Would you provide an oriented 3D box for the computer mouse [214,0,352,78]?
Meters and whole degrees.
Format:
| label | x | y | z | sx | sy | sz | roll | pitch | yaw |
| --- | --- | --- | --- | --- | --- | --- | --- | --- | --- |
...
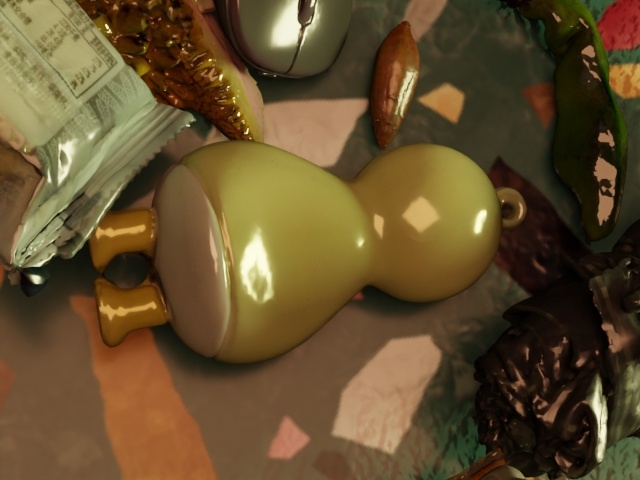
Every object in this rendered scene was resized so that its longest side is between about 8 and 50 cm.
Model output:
| label | x | y | z | sx | sy | sz | roll | pitch | yaw |
| --- | --- | --- | --- | --- | --- | --- | --- | --- | --- |
| computer mouse | -0.027 | -0.225 | 1.053 | 0.120 | 0.057 | 0.232 | 8 | 74 | -48 |

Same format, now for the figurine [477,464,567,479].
| label | x | y | z | sx | sy | sz | roll | pitch | yaw |
| --- | --- | --- | --- | --- | --- | --- | --- | --- | --- |
| figurine | 0.216 | 0.270 | 0.952 | 0.387 | 0.166 | 0.207 | 37 | 98 | -25 |

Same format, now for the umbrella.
| label | x | y | z | sx | sy | sz | roll | pitch | yaw |
| --- | --- | --- | --- | --- | --- | --- | --- | --- | --- |
| umbrella | 0.236 | 0.038 | 1.045 | 0.128 | 0.154 | 0.336 | 39 | 53 | 24 |

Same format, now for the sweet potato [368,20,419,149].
| label | x | y | z | sx | sy | sz | roll | pitch | yaw |
| --- | --- | --- | --- | --- | --- | --- | --- | --- | --- |
| sweet potato | 0.050 | -0.108 | 1.076 | 0.034 | 0.034 | 0.095 | 10 | 76 | -8 |

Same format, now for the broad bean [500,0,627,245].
| label | x | y | z | sx | sy | sz | roll | pitch | yaw |
| --- | --- | --- | --- | --- | --- | --- | --- | --- | --- |
| broad bean | 0.178 | -0.096 | 1.089 | 0.061 | 0.046 | 0.195 | -18 | 80 | -5 |

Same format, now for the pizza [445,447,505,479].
| label | x | y | z | sx | sy | sz | roll | pitch | yaw |
| --- | --- | --- | --- | --- | --- | --- | --- | --- | --- |
| pizza | 0.063 | 0.205 | 0.997 | 0.184 | 0.036 | 0.176 | 14 | 99 | -9 |

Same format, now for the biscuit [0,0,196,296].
| label | x | y | z | sx | sy | sz | roll | pitch | yaw |
| --- | --- | --- | --- | --- | --- | --- | --- | --- | --- |
| biscuit | -0.222 | -0.131 | 0.909 | 0.309 | 0.079 | 0.186 | 49 | 42 | -15 |

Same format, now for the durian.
| label | x | y | z | sx | sy | sz | roll | pitch | yaw |
| --- | --- | --- | --- | --- | --- | --- | --- | --- | --- |
| durian | -0.110 | -0.140 | 1.032 | 0.224 | 0.078 | 0.140 | 45 | 76 | 2 |

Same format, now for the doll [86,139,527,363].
| label | x | y | z | sx | sy | sz | roll | pitch | yaw |
| --- | --- | --- | --- | --- | --- | --- | --- | --- | --- |
| doll | -0.004 | 0.001 | 1.016 | 0.296 | 0.117 | 0.141 | -8 | 88 | -24 |
